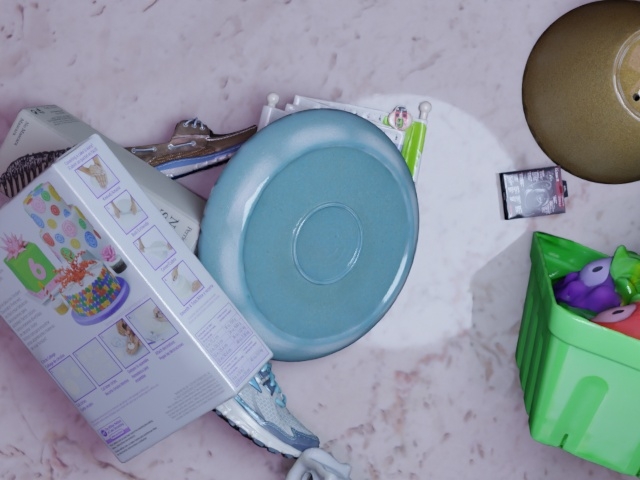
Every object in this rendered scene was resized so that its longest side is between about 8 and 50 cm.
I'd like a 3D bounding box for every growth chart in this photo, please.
[{"bbox_3d":[0.021,-0.099,1.949,0.237,0.021,0.172,4,92,-18],"label":"growth chart"}]

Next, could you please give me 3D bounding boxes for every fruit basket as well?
[{"bbox_3d":[0.398,0.061,1.817,0.283,0.392,0.392,21,90,-2],"label":"fruit basket"}]

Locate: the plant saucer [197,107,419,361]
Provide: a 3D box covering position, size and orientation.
[{"bbox_3d":[0.000,0.000,1.879,0.317,0.044,0.317,-9,108,-31],"label":"plant saucer"}]

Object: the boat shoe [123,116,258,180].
[{"bbox_3d":[-0.161,-0.118,1.941,0.183,0.066,0.066,-19,91,-2],"label":"boat shoe"}]

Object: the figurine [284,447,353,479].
[{"bbox_3d":[0.035,0.387,1.915,0.209,0.092,0.215,28,76,-35],"label":"figurine"}]

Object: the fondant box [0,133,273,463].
[{"bbox_3d":[-0.245,0.073,1.810,0.238,0.096,0.330,-34,98,40],"label":"fondant box"}]

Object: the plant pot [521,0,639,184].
[{"bbox_3d":[0.381,-0.189,1.868,0.237,0.254,0.237,0,90,-3],"label":"plant pot"}]

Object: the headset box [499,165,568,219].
[{"bbox_3d":[0.273,-0.061,1.976,0.083,0.032,0.062,-8,92,-3],"label":"headset box"}]

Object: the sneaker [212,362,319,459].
[{"bbox_3d":[-0.100,0.159,1.931,0.283,0.110,0.122,40,86,-3],"label":"sneaker"}]

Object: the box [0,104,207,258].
[{"bbox_3d":[-0.258,-0.050,1.888,0.275,0.094,0.113,31,105,11],"label":"box"}]
